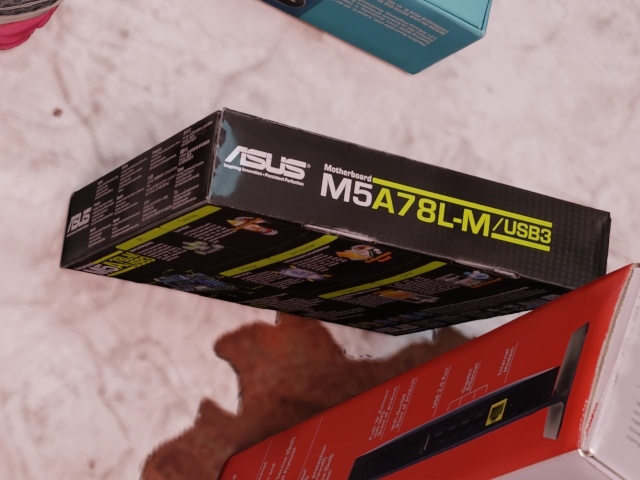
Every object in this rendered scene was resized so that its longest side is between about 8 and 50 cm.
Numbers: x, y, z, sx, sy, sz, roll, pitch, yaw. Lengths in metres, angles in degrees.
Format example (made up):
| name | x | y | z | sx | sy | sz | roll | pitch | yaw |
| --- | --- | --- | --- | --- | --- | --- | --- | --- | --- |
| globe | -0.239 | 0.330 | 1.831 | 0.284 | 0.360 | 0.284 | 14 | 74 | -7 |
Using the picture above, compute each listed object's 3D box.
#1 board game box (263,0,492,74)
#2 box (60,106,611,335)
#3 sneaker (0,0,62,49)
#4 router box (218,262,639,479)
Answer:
| name | x | y | z | sx | sy | sz | roll | pitch | yaw |
| --- | --- | --- | --- | --- | --- | --- | --- | --- | --- |
| board game box | 0.003 | -0.292 | 0.844 | 0.254 | 0.079 | 0.336 | 24 | 69 | -20 |
| box | 0.000 | 0.000 | 0.719 | 0.184 | 0.191 | 0.045 | 15 | 75 | -23 |
| sneaker | -0.234 | -0.182 | 0.684 | 0.299 | 0.112 | 0.121 | 17 | 72 | -22 |
| router box | 0.147 | 0.175 | 0.690 | 0.335 | 0.301 | 0.082 | 35 | 56 | -17 |
